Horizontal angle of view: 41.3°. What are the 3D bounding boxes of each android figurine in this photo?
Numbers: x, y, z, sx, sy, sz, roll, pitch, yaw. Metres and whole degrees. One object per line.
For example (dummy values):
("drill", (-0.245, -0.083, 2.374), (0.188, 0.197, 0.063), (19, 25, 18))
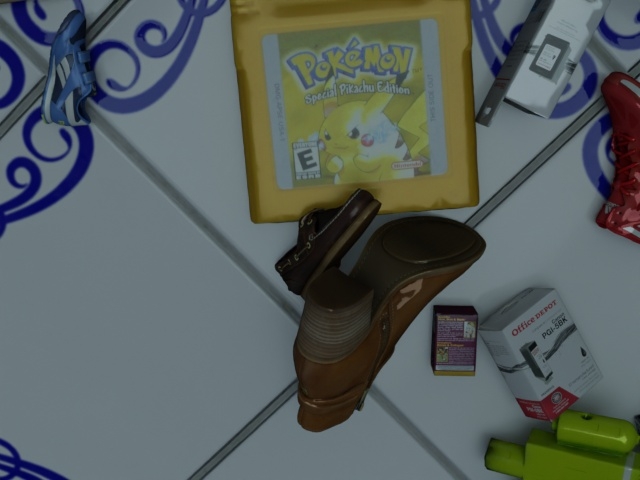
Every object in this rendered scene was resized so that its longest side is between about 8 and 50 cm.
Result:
("android figurine", (0.340, 0.333, 1.065), (0.273, 0.056, 0.248), (7, 109, 23))

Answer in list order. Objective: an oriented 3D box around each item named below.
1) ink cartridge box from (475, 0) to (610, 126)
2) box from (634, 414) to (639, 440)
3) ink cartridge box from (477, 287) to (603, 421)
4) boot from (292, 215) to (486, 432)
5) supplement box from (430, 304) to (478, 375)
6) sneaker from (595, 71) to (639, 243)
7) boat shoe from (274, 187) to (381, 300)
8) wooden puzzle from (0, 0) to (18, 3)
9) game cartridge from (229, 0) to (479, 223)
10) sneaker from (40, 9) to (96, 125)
("ink cartridge box", (0.253, -0.204, 0.987), (0.060, 0.104, 0.180), (25, 101, -4))
("box", (0.569, 0.276, 1.076), (0.290, 0.087, 0.169), (-15, 100, 5))
("ink cartridge box", (0.274, 0.140, 1.058), (0.099, 0.056, 0.135), (-34, 99, -20))
("boot", (0.082, 0.105, 1.042), (0.109, 0.283, 0.220), (33, 136, 29))
("supplement box", (0.170, 0.128, 1.084), (0.055, 0.043, 0.083), (2, 102, 1))
("sneaker", (0.371, -0.082, 1.016), (0.128, 0.087, 0.221), (-36, 97, 7))
("boat shoe", (0.000, 0.000, 1.008), (0.073, 0.073, 0.207), (45, 138, 8))
("wooden puzzle", (-0.384, -0.395, 1.007), (0.239, 0.044, 0.221), (-7, 101, 8))
("game cartridge", (0.041, -0.190, 1.024), (0.285, 0.052, 0.323), (-5, 102, 3))
("sneaker", (-0.297, -0.206, 1.033), (0.059, 0.053, 0.144), (15, 110, 0))
